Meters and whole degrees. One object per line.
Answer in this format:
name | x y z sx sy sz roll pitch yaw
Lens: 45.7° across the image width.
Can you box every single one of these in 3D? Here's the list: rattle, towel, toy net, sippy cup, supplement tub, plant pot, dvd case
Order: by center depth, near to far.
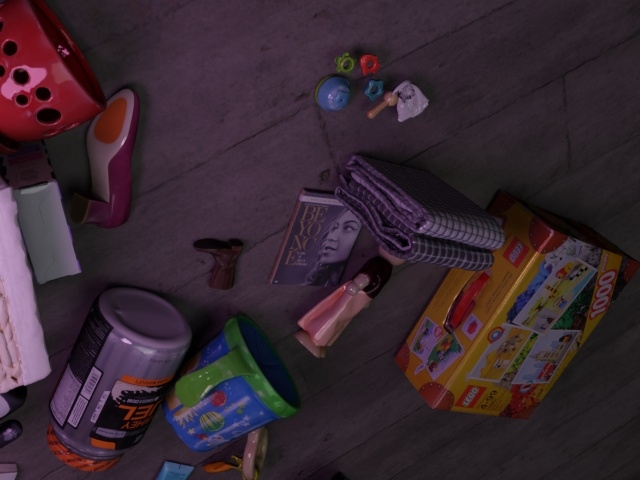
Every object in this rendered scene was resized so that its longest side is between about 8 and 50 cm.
plant pot | -0.422 -0.223 1.063 0.174 0.191 0.191 -32 132 1
toy net | 0.105 -0.287 1.418 0.232 0.045 0.122 0 119 -32
supplement tub | -0.384 0.262 1.420 0.193 0.194 0.316 14 114 -36
towel | 0.182 -0.048 1.466 0.234 0.283 0.121 9 114 -37
sippy cup | -0.193 0.305 1.542 0.224 0.240 0.305 -34 127 3
dvd case | 0.000 0.000 1.574 0.164 0.018 0.221 5 119 -32
rattle | -0.185 0.454 1.778 0.130 0.142 0.200 -24 122 -56

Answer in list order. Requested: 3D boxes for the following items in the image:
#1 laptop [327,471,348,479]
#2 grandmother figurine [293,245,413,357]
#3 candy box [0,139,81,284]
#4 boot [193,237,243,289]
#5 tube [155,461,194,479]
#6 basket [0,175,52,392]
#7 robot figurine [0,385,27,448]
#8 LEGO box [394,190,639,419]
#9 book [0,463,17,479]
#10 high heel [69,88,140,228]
laptop | -0.023 0.833 2.008 0.382 0.408 0.236 -38 98 -1
grandmother figurine | 0.087 0.100 1.633 0.342 0.104 0.208 -48 175 -1
candy box | -0.433 -0.059 1.163 0.070 0.196 0.165 -16 128 -19
boot | -0.208 0.052 1.483 0.106 0.037 0.114 2 125 -28
tube | -0.377 0.602 1.763 0.080 0.052 0.207 24 102 -44
basket | -0.569 0.037 1.029 0.266 0.328 0.332 -24 133 -32
robot figurine | -0.621 0.256 1.299 0.278 0.209 0.174 -34 154 -5
LEGO box | 0.475 0.173 1.848 0.372 0.193 0.500 15 113 -36
book | -0.692 0.488 1.514 0.144 0.035 0.096 8 121 -35
high heel | -0.331 -0.132 1.270 0.117 0.082 0.244 -2 113 -62
